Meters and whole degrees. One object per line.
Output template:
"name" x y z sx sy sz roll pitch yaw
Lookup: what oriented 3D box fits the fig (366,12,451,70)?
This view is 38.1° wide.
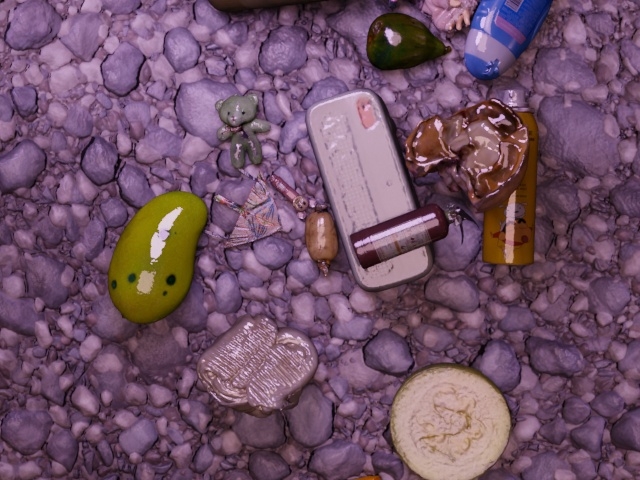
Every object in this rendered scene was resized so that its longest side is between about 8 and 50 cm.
"fig" 0.183 -0.396 1.864 0.178 0.117 0.117 7 93 -6

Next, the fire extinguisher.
"fire extinguisher" 0.177 -0.008 1.716 0.231 0.071 0.099 -20 119 4

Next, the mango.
"mango" -0.334 0.031 1.908 0.175 0.143 0.293 23 85 2

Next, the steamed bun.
"steamed bun" -0.124 0.268 1.900 0.211 0.144 0.218 35 68 14

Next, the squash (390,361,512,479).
"squash" 0.268 0.376 1.917 0.252 0.049 0.252 0 92 5

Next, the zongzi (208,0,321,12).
"zongzi" -0.096 -0.618 1.870 0.447 0.181 0.418 0 57 28

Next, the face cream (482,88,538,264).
"face cream" 0.382 -0.128 1.855 0.105 0.105 0.348 2 93 5

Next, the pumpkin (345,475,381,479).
"pumpkin" 0.088 0.534 1.947 0.101 0.035 0.073 -16 89 7

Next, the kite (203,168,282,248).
"kite" -0.151 -0.059 1.949 0.160 0.010 0.183 25 92 -1

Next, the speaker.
"speaker" 0.098 -0.099 1.839 0.183 0.184 0.406 -18 92 6

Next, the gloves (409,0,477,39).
"gloves" 0.246 -0.477 1.854 0.144 0.110 0.094 49 53 0

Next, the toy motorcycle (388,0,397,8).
"toy motorcycle" 0.146 -0.569 1.847 0.076 0.114 0.205 1 92 4

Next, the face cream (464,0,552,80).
"face cream" 0.373 -0.438 1.833 0.149 0.083 0.264 29 91 -33

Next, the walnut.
"walnut" 0.299 -0.166 1.768 0.238 0.141 0.204 34 93 28

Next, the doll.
"doll" -0.161 -0.227 1.914 0.115 0.077 0.150 -12 101 5

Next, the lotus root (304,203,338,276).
"lotus root" 0.000 0.000 1.910 0.072 0.063 0.151 -8 89 33

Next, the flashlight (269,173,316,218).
"flashlight" -0.062 -0.097 1.928 0.110 0.031 0.052 42 96 2
